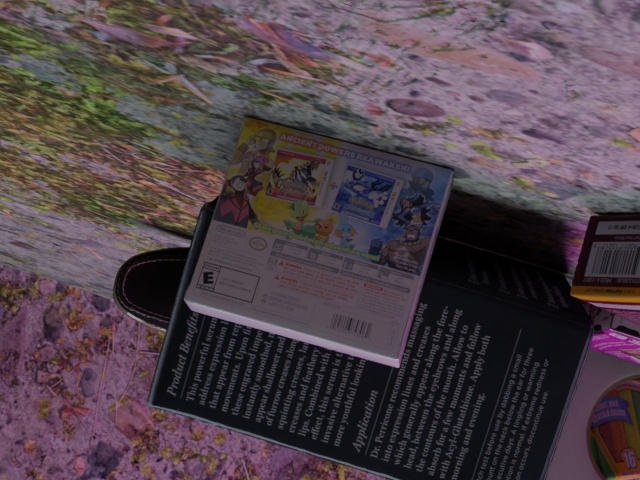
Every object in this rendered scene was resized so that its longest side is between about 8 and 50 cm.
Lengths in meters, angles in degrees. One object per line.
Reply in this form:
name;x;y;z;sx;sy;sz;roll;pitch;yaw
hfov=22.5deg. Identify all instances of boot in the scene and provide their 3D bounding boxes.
boot;-0.102;0.076;2.239;0.377;0.138;0.284;13;172;-4

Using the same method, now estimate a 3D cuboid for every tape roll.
tape roll;0.368;0.232;1.884;0.286;0.286;0.100;18;170;-7

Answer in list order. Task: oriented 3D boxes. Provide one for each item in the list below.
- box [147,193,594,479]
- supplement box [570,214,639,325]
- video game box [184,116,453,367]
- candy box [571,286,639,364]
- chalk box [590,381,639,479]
box;0.052;0.099;1.668;0.395;0.212;0.293;17;-171;1
supplement box;0.336;0.044;1.468;0.188;0.081;0.104;23;168;-31
video game box;0.000;0.000;1.474;0.205;0.187;0.048;16;167;9
candy box;0.398;0.106;1.752;0.233;0.071;0.159;18;170;-8
chalk box;0.328;0.205;2.046;0.132;0.213;0.132;0;166;-41
